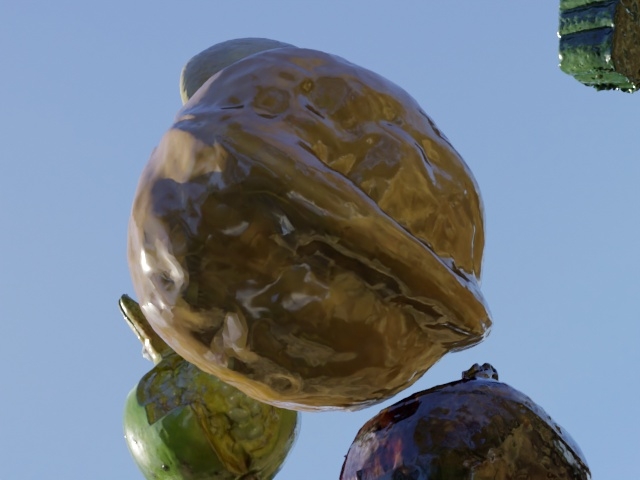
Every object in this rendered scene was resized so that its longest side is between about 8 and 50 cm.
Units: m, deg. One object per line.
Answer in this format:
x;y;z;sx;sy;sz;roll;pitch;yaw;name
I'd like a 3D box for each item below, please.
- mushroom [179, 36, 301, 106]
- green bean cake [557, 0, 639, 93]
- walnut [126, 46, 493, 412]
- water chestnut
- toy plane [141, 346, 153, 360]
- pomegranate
-0.021;-0.149;2.173;0.217;0.212;0.292;-21;-46;7;mushroom
0.381;-0.277;2.261;0.193;0.107;0.208;23;-111;-50;green bean cake
-0.015;-0.001;1.867;0.383;0.383;0.384;-30;-29;-19;walnut
0.126;0.212;1.560;0.223;0.238;0.224;3;-44;3;water chestnut
-0.164;0.194;2.582;0.117;0.245;0.245;-7;-42;-51;toy plane
-0.159;0.191;2.302;0.236;0.302;0.236;-30;-12;-7;pomegranate
